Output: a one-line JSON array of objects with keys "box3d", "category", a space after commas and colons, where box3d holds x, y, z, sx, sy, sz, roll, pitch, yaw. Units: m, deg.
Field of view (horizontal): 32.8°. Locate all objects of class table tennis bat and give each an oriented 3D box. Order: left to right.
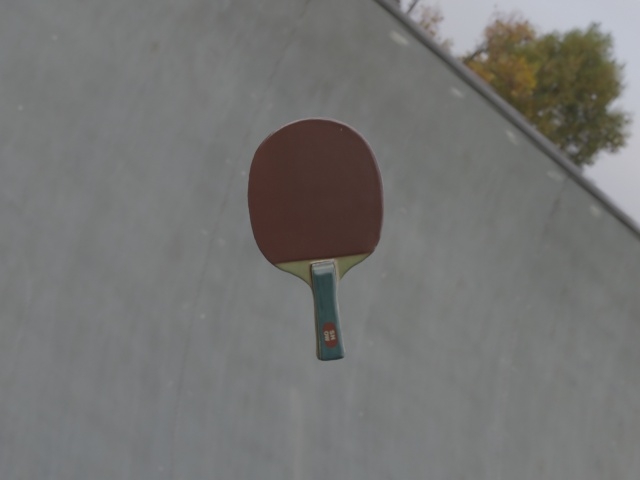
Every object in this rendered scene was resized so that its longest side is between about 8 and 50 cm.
[{"box3d": [0.000, 0.000, 1.213, 0.154, 0.274, 0.021, -7, 8, -10], "category": "table tennis bat"}]
